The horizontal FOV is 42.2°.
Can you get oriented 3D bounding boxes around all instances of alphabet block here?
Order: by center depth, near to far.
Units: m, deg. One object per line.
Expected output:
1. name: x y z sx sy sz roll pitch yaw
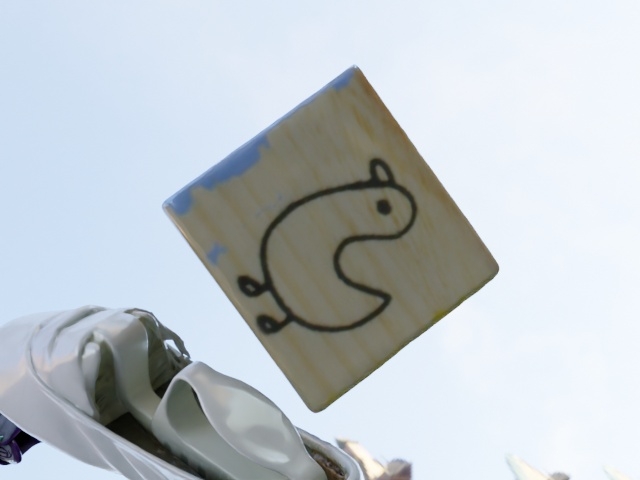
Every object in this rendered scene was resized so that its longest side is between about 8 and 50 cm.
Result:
1. alphabet block: 0.000 0.000 0.704 0.192 0.193 0.197 -37 -86 -5

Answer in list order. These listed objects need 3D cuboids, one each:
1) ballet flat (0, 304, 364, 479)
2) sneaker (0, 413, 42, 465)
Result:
1. ballet flat: -0.124 0.128 0.659 0.139 0.400 0.139 -45 -30 -35
2. sneaker: -0.362 0.197 0.850 0.224 0.098 0.083 -13 -53 -34
